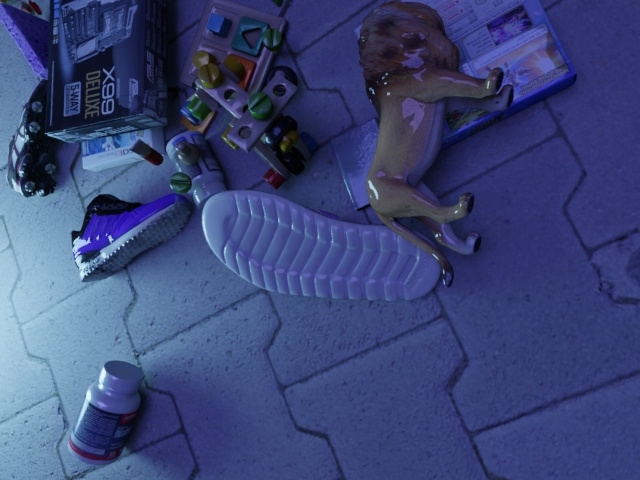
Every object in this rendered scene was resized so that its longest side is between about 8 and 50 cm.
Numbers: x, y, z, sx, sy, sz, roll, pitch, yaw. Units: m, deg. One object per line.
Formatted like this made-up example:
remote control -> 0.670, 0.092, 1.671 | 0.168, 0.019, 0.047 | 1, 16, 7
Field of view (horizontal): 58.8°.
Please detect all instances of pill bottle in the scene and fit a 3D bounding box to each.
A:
pill bottle -> -0.420, 0.338, 1.127 | 0.108, 0.108, 0.180 | 25, 98, 22
pill bottle -> -0.232, -0.133, 1.083 | 0.078, 0.078, 0.137 | -32, 76, 18

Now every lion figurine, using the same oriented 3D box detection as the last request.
lion figurine -> 0.135, -0.148, 0.836 | 0.240, 0.142, 0.393 | 17, 100, 30

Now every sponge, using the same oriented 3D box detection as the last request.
sponge -> -0.600, -0.416, 1.228 | 0.031, 0.117, 0.210 | -42, 73, 18

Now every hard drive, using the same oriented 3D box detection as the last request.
hard drive -> 0.081, -0.131, 0.981 | 0.094, 0.022, 0.135 | -24, 79, 20

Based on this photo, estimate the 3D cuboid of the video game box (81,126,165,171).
video game box -> -0.418, -0.261, 1.184 | 0.187, 0.048, 0.205 | -9, 84, 20

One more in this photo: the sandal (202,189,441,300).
sandal -> -0.003, 0.014, 0.977 | 0.416, 0.102, 0.170 | 15, 109, 10

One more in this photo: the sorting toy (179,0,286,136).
sorting toy -> -0.179, -0.364, 1.087 | 0.196, 0.047, 0.348 | 25, 98, 22

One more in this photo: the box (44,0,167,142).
box -> -0.422, -0.363, 1.125 | 0.242, 0.076, 0.308 | -4, 82, 22

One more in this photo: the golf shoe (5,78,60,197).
golf shoe -> -0.634, -0.233, 1.246 | 0.120, 0.105, 0.273 | 19, 95, 29

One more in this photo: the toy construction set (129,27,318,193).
toy construction set -> -0.160, -0.196, 0.923 | 0.308, 0.237, 0.258 | -25, 88, -1

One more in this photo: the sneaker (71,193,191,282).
sneaker -> -0.398, -0.041, 1.136 | 0.293, 0.102, 0.146 | -31, 76, 19

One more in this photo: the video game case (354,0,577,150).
video game case -> 0.223, -0.295, 0.907 | 0.269, 0.061, 0.244 | -25, 78, 20

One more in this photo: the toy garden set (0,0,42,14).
toy garden set -> -0.672, -0.607, 1.306 | 0.244, 0.049, 0.204 | 32, 98, 20
